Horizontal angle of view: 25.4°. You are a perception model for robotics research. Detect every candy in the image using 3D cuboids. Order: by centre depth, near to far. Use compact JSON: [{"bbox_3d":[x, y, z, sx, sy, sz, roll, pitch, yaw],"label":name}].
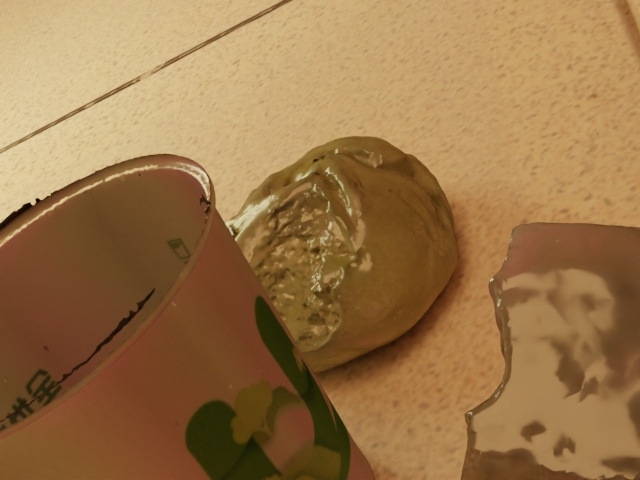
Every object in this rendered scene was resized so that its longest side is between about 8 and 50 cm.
[{"bbox_3d":[0.180,0.095,0.760,0.195,0.137,0.184,6,60,21],"label":"candy"}]

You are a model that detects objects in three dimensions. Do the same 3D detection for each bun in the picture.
[{"bbox_3d":[0.000,0.000,1.138,0.210,0.116,0.237,-33,30,5],"label":"bun"}]

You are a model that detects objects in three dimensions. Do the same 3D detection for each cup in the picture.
[{"bbox_3d":[-0.110,0.120,0.933,0.253,0.274,0.253,-25,31,16],"label":"cup"}]
